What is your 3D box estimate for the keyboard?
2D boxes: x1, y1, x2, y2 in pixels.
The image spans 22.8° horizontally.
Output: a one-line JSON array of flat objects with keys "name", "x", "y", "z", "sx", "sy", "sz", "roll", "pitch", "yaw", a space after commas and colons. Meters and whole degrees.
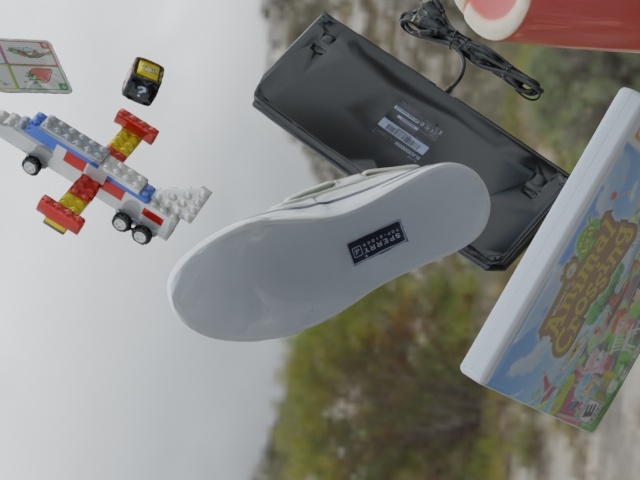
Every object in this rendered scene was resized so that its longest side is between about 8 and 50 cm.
[{"name": "keyboard", "x": 0.105, "y": -0.119, "z": 1.492, "sx": 0.201, "sy": 0.317, "sz": 0.033, "roll": -47, "pitch": -24, "yaw": -14}]

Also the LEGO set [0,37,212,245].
[{"name": "LEGO set", "x": -0.180, "y": -0.074, "z": 0.928, "sx": 0.060, "sy": 0.244, "sz": 0.182, "roll": -56, "pitch": 49, "yaw": 38}]

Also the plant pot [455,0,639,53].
[{"name": "plant pot", "x": 0.273, "y": -0.313, "z": 1.616, "sx": 0.275, "sy": 0.243, "sz": 0.275, "roll": 171, "pitch": 90, "yaw": -69}]

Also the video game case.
[{"name": "video game case", "x": 0.197, "y": 0.022, "z": 1.087, "sx": 0.193, "sy": 0.023, "sz": 0.212, "roll": 27, "pitch": -87, "yaw": -54}]

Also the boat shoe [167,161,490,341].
[{"name": "boat shoe", "x": 0.000, "y": 0.000, "z": 1.242, "sx": 0.088, "sy": 0.267, "sz": 0.096, "roll": 19, "pitch": 132, "yaw": 68}]
